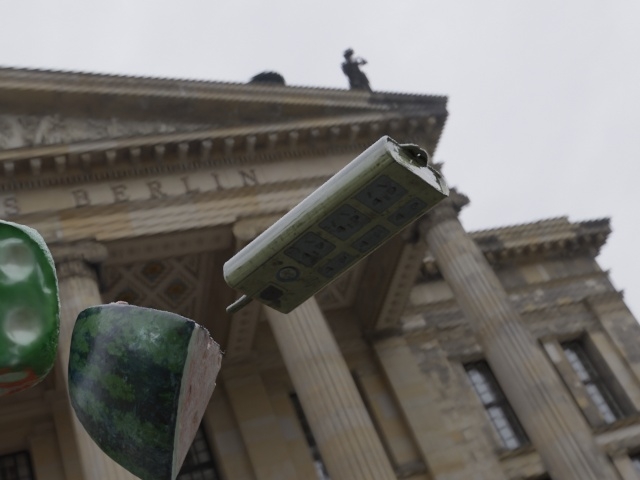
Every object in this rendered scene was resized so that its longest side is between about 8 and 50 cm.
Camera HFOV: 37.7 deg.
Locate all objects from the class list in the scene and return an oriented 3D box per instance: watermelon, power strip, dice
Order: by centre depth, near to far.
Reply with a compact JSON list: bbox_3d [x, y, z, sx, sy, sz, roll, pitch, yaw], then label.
[{"bbox_3d":[0.000,0.000,0.906,0.268,0.034,0.092,-37,-47,26],"label":"power strip"},{"bbox_3d":[-0.283,0.248,1.543,0.250,0.283,0.292,-62,-37,-14],"label":"watermelon"},{"bbox_3d":[-0.655,0.130,1.713,0.300,0.297,0.287,2,-20,-36],"label":"dice"}]
